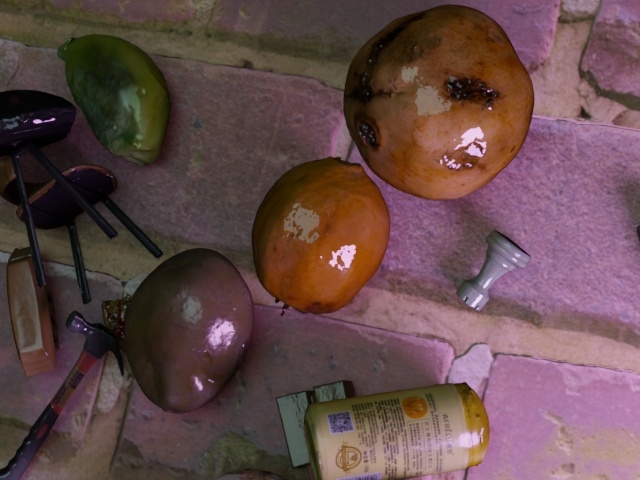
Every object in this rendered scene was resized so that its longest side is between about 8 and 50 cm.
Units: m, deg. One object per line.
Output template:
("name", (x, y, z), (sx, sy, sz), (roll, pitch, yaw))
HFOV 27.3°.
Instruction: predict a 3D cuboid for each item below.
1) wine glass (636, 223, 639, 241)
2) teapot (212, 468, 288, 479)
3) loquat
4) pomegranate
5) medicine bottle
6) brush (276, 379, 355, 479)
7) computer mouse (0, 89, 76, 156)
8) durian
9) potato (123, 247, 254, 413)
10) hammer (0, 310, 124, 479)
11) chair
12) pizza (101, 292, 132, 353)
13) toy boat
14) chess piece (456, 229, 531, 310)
("wine glass", (0.481, 0.082, 1.706), (0.074, 0.074, 0.262), (-23, 71, 9))
("teapot", (-0.108, 0.404, 1.751), (0.298, 0.139, 0.204), (21, 88, 19))
("loquat", (0.000, 0.000, 1.793), (0.187, 0.176, 0.234), (24, 95, -23))
("pomegranate", (0.157, -0.181, 1.768), (0.260, 0.260, 0.261), (-3, 77, 14))
("medicine bottle", (0.102, 0.253, 1.714), (0.238, 0.124, 0.124), (-8, 74, -8))
("brush", (0.015, 0.314, 1.789), (0.103, 0.047, 0.234), (-15, 79, 12))
("computer mouse", (-0.450, -0.178, 1.909), (0.168, 0.295, 0.087), (-13, 92, -21))
("durian", (-0.305, -0.225, 1.968), (0.139, 0.101, 0.250), (-33, 71, 7))
("potato", (-0.184, 0.126, 1.831), (0.178, 0.160, 0.235), (13, 96, 56))
("hammer", (-0.385, 0.244, 1.898), (0.111, 0.033, 0.288), (32, 96, -24))
("chair", (-0.378, -0.051, 1.919), (0.172, 0.159, 0.247), (-31, 73, 9))
("pizza", (-0.285, 0.113, 1.924), (0.099, 0.029, 0.100), (24, 85, 20))
("toy boat", (-0.423, 0.101, 1.938), (0.057, 0.077, 0.201), (-14, 74, 6))
("chess piece", (0.230, 0.044, 1.785), (0.067, 0.067, 0.103), (39, 98, 20))
